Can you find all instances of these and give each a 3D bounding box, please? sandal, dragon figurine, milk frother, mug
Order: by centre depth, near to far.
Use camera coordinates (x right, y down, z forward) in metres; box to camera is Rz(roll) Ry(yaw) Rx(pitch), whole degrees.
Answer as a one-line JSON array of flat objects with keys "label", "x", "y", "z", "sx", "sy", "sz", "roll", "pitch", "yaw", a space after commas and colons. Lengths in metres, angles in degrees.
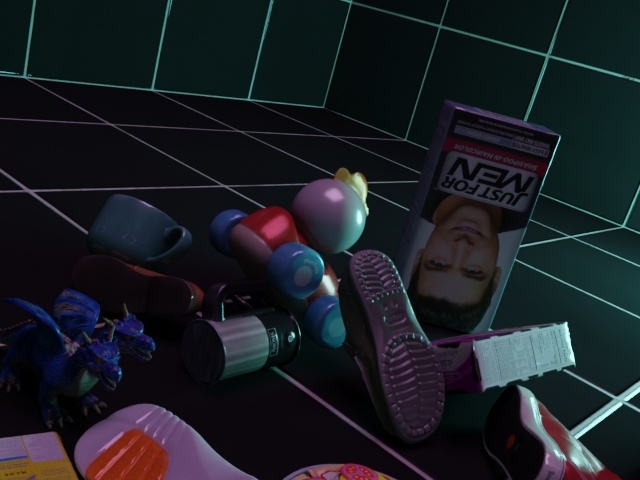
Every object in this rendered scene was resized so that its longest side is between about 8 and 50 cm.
[{"label": "sandal", "x": -0.121, "y": 0.234, "z": 0.631, "sx": 0.265, "sy": 0.076, "sz": 0.102, "roll": 21, "pitch": 35, "yaw": 38}, {"label": "dragon figurine", "x": -0.290, "y": 0.101, "z": 0.777, "sx": 0.289, "sy": 0.143, "sz": 0.085, "roll": 28, "pitch": 21, "yaw": 33}, {"label": "milk frother", "x": -0.127, "y": 0.123, "z": 0.958, "sx": 0.143, "sy": 0.129, "sz": 0.135, "roll": -26, "pitch": -14, "yaw": 40}, {"label": "mug", "x": -0.280, "y": 0.003, "z": 1.083, "sx": 0.129, "sy": 0.097, "sz": 0.158, "roll": 34, "pitch": -24, "yaw": -20}]

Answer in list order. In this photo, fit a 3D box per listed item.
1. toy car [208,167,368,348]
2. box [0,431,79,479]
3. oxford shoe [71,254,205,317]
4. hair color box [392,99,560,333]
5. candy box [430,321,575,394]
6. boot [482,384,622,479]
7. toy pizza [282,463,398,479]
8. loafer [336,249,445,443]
[{"label": "toy car", "x": 0.000, "y": 0.000, "z": 1.082, "sx": 0.238, "sy": 0.210, "sz": 0.219, "roll": -42, "pitch": 35, "yaw": -16}, {"label": "box", "x": -0.246, "y": 0.231, "z": 0.593, "sx": 0.105, "sy": 0.043, "sz": 0.179, "roll": 2, "pitch": 20, "yaw": -36}, {"label": "oxford shoe", "x": -0.257, "y": 0.072, "z": 1.019, "sx": 0.212, "sy": 0.076, "sz": 0.076, "roll": 14, "pitch": -4, "yaw": 21}, {"label": "hair color box", "x": 0.254, "y": -0.036, "z": 1.261, "sx": 0.186, "sy": 0.374, "sz": 0.113, "roll": 14, "pitch": 18, "yaw": -4}, {"label": "candy box", "x": 0.225, "y": 0.166, "z": 1.012, "sx": 0.234, "sy": 0.071, "sz": 0.159, "roll": -1, "pitch": -11, "yaw": -43}, {"label": "boot", "x": 0.304, "y": 0.274, "z": 0.882, "sx": 0.176, "sy": 0.088, "sz": 0.244, "roll": 28, "pitch": 10, "yaw": -5}, {"label": "toy pizza", "x": 0.048, "y": 0.278, "z": 0.709, "sx": 0.201, "sy": 0.032, "sz": 0.201, "roll": 14, "pitch": 18, "yaw": -5}, {"label": "loafer", "x": 0.085, "y": 0.139, "z": 0.936, "sx": 0.095, "sy": 0.087, "sz": 0.251, "roll": -5, "pitch": 70, "yaw": -28}]
